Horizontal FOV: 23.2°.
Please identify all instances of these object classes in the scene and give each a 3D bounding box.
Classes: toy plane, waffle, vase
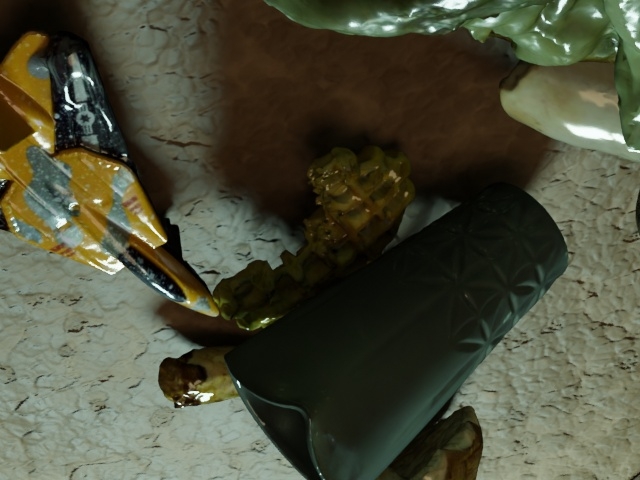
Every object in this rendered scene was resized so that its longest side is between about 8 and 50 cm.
[{"bbox_3d":[-0.179,-0.033,1.234,0.204,0.103,0.316,-30,140,20],"label":"toy plane"},{"bbox_3d":[0.002,0.003,1.304,0.149,0.051,0.194,-3,135,-44],"label":"waffle"},{"bbox_3d":[0.066,0.079,1.301,0.301,0.156,0.251,-39,174,-19],"label":"vase"}]

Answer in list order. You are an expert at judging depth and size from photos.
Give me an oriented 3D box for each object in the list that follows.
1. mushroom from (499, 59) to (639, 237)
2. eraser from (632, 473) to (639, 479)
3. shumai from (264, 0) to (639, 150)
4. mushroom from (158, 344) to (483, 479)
[{"bbox_3d":[0.293,-0.110,1.177,0.290,0.292,0.292,28,129,1],"label":"mushroom"},{"bbox_3d":[0.368,0.284,1.725,0.065,0.026,0.105,21,127,-33],"label":"eraser"},{"bbox_3d":[0.155,-0.215,0.977,0.397,0.324,0.323,-24,143,12],"label":"shumai"},{"bbox_3d":[0.030,0.186,1.461,0.233,0.208,0.302,-45,130,-26],"label":"mushroom"}]
